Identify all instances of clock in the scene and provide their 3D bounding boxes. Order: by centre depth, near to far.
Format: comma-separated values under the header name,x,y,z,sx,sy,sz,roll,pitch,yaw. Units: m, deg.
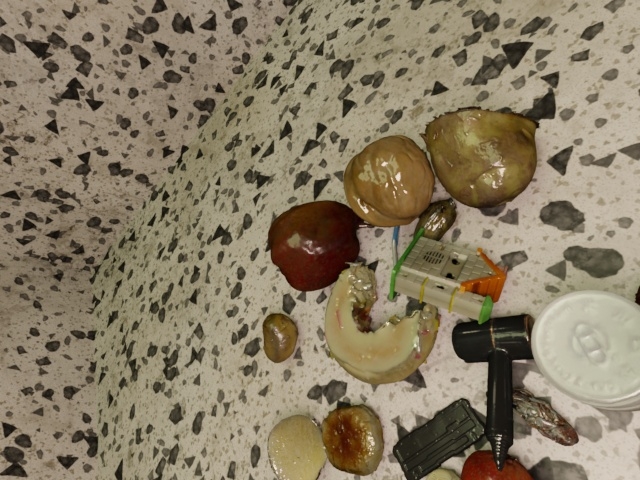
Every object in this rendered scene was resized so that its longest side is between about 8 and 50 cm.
name,x,y,z,sx,sy,sz,roll,pitch,yaw
clock,0.342,0.096,1.055,0.256,0.106,0.220,19,41,26

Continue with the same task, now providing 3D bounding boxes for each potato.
name,x,y,z,sx,sy,sz,roll,pitch,yaw
potato,0.428,-0.204,1.094,0.289,0.301,0.236,173,102,-79
potato,-0.079,0.659,1.244,0.202,0.182,0.117,59,152,21
potato,-0.148,0.348,1.447,0.137,0.137,0.175,4,95,43

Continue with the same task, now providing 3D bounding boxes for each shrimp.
name,x,y,z,sx,sy,sz,roll,pitch,yaw
shrimp,0.477,0.383,0.898,0.190,0.073,0.074,44,114,47

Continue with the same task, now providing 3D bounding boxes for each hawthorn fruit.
name,x,y,z,sx,sy,sz,roll,pitch,yaw
hawthorn fruit,0.356,0.597,0.864,0.165,0.165,0.285,26,99,45
hawthorn fruit,-0.021,0.008,1.364,0.324,0.309,0.308,-56,44,26

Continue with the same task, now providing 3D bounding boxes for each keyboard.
name,x,y,z,sx,sy,sz,roll,pitch,yaw
keyboard,0.302,0.519,1.035,0.262,0.016,0.106,-46,47,18

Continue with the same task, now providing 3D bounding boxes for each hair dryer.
name,x,y,z,sx,sy,sz,roll,pitch,yaw
hair dryer,0.384,0.328,0.902,0.189,0.107,0.352,-18,33,39

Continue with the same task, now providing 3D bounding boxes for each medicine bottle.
name,x,y,z,sx,sy,sz,roll,pitch,yaw
medicine bottle,0.531,0.214,0.740,0.190,0.332,0.189,-19,60,36

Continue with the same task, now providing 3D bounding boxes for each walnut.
name,x,y,z,sx,sy,sz,roll,pitch,yaw
walnut,0.206,-0.171,1.207,0.296,0.286,0.284,139,140,-66

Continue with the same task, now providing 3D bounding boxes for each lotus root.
name,x,y,z,sx,sy,sz,roll,pitch,yaw
lotus root,0.343,-0.052,1.207,0.089,0.080,0.179,36,105,2

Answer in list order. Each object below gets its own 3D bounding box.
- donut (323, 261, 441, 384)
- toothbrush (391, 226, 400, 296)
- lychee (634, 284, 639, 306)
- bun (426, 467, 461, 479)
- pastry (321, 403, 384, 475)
name,x,y,z,sx,sy,sz,roll,pitch,yaw
donut,0.164,0.257,1.177,0.371,0.150,0.307,29,95,44
toothbrush,0.249,-0.007,1.305,0.040,0.040,0.385,-17,63,36
lychee,0.697,0.114,0.792,0.124,0.123,0.128,-15,42,37
bun,0.303,0.611,0.956,0.115,0.069,0.115,-42,28,29
pastry,0.095,0.569,1.145,0.193,0.093,0.181,-26,57,36
